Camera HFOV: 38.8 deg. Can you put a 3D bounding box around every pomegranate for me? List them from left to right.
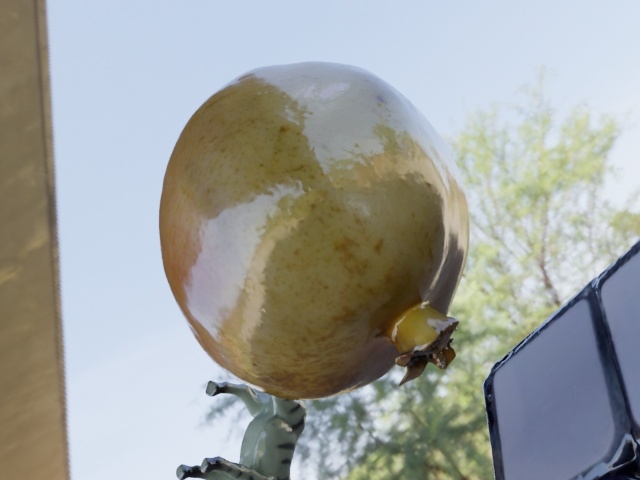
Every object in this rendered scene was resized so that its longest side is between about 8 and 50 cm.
[{"bbox_3d":[0.000,0.000,0.822,0.319,0.319,0.319,-37,-18,-14],"label":"pomegranate"}]

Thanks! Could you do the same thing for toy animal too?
[{"bbox_3d":[-0.060,0.240,1.016,0.176,0.073,0.216,29,-105,-35],"label":"toy animal"}]

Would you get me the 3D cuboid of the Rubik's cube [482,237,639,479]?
[{"bbox_3d":[0.332,0.180,0.618,0.316,0.318,0.313,16,-43,-19],"label":"Rubik's cube"}]
